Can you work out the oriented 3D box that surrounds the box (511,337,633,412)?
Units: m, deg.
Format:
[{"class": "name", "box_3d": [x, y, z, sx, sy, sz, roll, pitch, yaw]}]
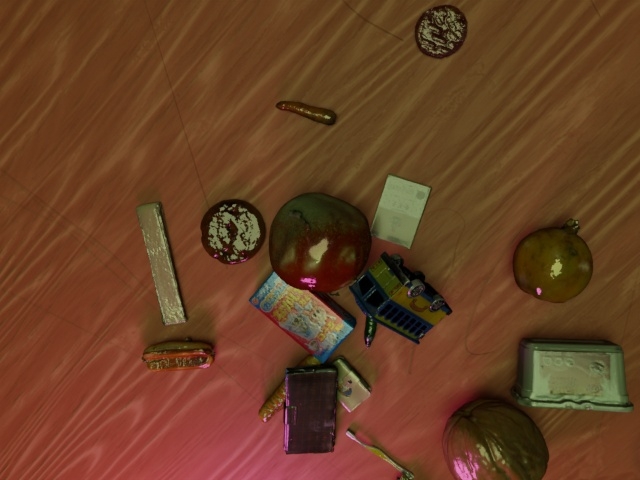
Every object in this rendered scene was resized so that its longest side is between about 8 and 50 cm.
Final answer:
[{"class": "box", "box_3d": [0.721, 0.382, 1.716, 0.312, 0.175, 0.182, 0, 88, 8]}]

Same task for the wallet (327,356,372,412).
[{"class": "wallet", "box_3d": [0.077, 0.452, 1.872, 0.110, 0.039, 0.155, -42, 90, 14]}]

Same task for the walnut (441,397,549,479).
[{"class": "walnut", "box_3d": [0.509, 0.615, 1.722, 0.252, 0.277, 0.313, -27, 102, 48]}]

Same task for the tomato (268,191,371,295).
[{"class": "tomato", "box_3d": [0.000, 0.000, 1.686, 0.303, 0.303, 0.239, 13, 121, 6]}]

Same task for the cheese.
[{"class": "cheese", "box_3d": [-0.509, 0.078, 1.909, 0.085, 0.034, 0.400, -12, 96, 5]}]

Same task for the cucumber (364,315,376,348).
[{"class": "cucumber", "box_3d": [0.157, 0.266, 1.838, 0.037, 0.037, 0.155, 5, 99, 7]}]

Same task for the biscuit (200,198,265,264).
[{"class": "biscuit", "box_3d": [-0.276, -0.026, 1.858, 0.212, 0.036, 0.212, 1, 98, 7]}]

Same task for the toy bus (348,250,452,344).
[{"class": "toy bus", "box_3d": [0.234, 0.169, 1.687, 0.175, 0.288, 0.138, -46, 47, 10]}]

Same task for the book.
[{"class": "book", "box_3d": [0.240, -0.088, 1.788, 0.138, 0.016, 0.198, 19, 100, 5]}]

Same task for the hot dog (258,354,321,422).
[{"class": "hot dog", "box_3d": [-0.096, 0.465, 1.882, 0.289, 0.083, 0.068, -47, 70, 11]}]

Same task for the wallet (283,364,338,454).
[{"class": "wallet", "box_3d": [-0.032, 0.532, 1.852, 0.169, 0.044, 0.317, -1, 113, -7]}]

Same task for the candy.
[{"class": "candy", "box_3d": [-0.053, 0.217, 1.829, 0.306, 0.100, 0.157, 41, 102, 2]}]

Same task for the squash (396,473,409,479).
[{"class": "squash", "box_3d": [0.243, 0.883, 1.866, 0.137, 0.137, 0.287, 24, 98, 4]}]

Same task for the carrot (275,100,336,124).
[{"class": "carrot", "box_3d": [-0.045, -0.387, 1.774, 0.191, 0.047, 0.047, 17, 100, 6]}]

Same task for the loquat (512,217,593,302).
[{"class": "loquat", "box_3d": [0.656, 0.051, 1.659, 0.213, 0.213, 0.246, 23, 99, 4]}]

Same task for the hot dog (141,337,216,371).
[{"class": "hot dog", "box_3d": [-0.464, 0.370, 1.923, 0.250, 0.076, 0.104, -7, 116, 12]}]

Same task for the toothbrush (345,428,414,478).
[{"class": "toothbrush", "box_3d": [0.190, 0.686, 1.894, 0.263, 0.026, 0.022, 36, 108, 2]}]

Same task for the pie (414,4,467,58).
[{"class": "pie", "box_3d": [0.344, -0.599, 1.696, 0.154, 0.036, 0.154, 1, 97, 7]}]
